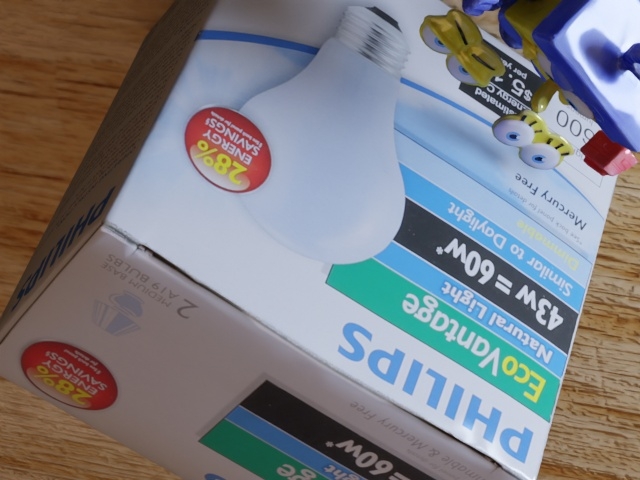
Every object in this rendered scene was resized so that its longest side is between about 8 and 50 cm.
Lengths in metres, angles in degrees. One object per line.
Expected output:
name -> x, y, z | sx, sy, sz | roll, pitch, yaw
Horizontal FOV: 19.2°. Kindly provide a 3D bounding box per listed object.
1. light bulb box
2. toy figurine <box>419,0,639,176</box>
light bulb box -> 0.000, 0.000, 1.421 | 0.358, 0.361, 0.225 | 32, 140, -13
toy figurine -> 0.171, -0.169, 1.215 | 0.191, 0.217, 0.362 | -41, 120, 0
